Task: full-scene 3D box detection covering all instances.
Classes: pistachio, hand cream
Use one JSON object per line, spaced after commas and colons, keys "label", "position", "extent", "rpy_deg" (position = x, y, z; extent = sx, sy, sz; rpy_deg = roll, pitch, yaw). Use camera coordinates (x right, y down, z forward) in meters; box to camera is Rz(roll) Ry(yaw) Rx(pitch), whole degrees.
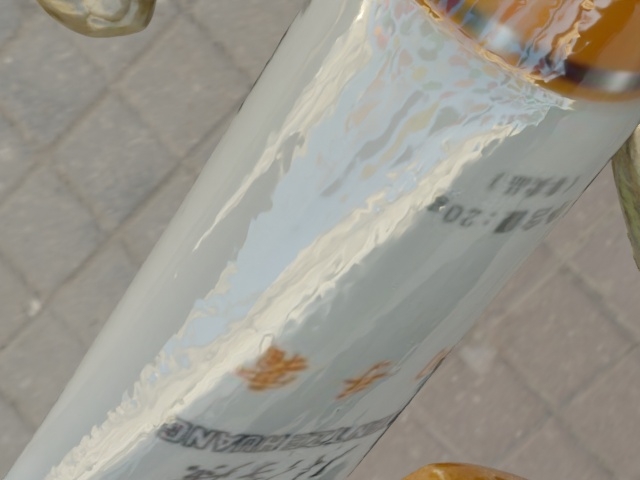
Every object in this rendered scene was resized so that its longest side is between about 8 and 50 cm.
{"label": "pistachio", "position": [-0.194, -0.245, 1.507], "extent": [0.108, 0.126, 0.185], "rpy_deg": [-37, 82, 19]}
{"label": "hand cream", "position": [0.000, 0.000, 0.540], "extent": [0.314, 0.139, 0.089], "rpy_deg": [-57, 49, 40]}

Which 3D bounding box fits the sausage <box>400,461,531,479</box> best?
{"label": "sausage", "position": [0.155, 0.227, 1.431], "extent": [0.238, 0.098, 0.098], "rpy_deg": [22, 112, -30]}

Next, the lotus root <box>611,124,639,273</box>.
{"label": "lotus root", "position": [0.308, -0.051, 1.509], "extent": [0.173, 0.173, 0.309], "rpy_deg": [-7, 134, 19]}
